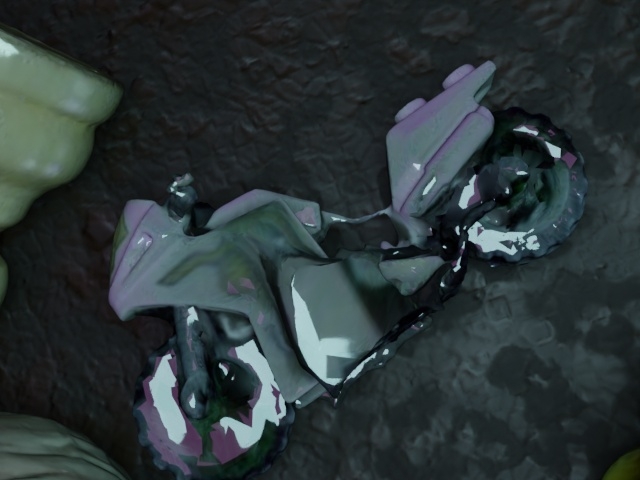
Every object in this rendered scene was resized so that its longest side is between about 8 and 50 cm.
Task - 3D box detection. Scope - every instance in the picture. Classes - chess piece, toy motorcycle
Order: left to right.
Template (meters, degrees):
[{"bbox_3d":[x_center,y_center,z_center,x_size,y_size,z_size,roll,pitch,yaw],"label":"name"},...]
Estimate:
[{"bbox_3d":[-0.267,-0.006,0.723,0.167,0.167,0.300,26,93,11],"label":"chess piece"},{"bbox_3d":[0.000,0.000,0.682,0.327,0.143,0.188,-37,80,-3],"label":"toy motorcycle"}]

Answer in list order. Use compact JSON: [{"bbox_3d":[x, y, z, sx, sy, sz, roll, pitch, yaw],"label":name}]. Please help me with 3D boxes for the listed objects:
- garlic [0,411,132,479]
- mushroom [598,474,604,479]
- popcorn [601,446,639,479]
[{"bbox_3d":[-0.219,0.238,0.615,0.317,0.317,0.259,-24,120,7],"label":"garlic"},{"bbox_3d":[0.149,0.334,0.640,0.233,0.302,0.208,-31,110,30],"label":"mushroom"},{"bbox_3d":[0.267,0.170,0.512,0.290,0.321,0.326,31,101,24],"label":"popcorn"}]
